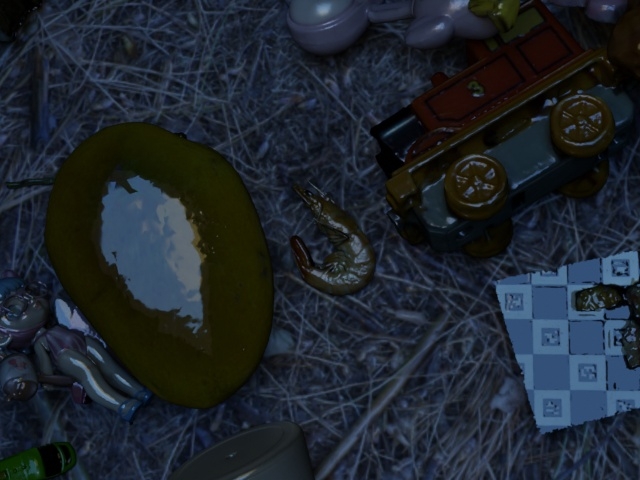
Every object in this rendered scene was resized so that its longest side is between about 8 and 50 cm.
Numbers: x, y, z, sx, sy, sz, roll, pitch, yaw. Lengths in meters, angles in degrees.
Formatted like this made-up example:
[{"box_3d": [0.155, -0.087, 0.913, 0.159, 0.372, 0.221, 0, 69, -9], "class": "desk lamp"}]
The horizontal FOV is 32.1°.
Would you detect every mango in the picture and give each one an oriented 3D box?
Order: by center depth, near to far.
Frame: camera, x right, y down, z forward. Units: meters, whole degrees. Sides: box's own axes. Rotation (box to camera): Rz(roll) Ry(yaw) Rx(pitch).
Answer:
[{"box_3d": [-0.187, 0.027, 1.340, 0.253, 0.182, 0.365, -22, 74, -4], "class": "mango"}]

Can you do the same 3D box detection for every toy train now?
[{"box_3d": [0.228, -0.140, 1.357, 0.369, 0.163, 0.231, -31, 65, -2], "class": "toy train"}, {"box_3d": [-0.408, 0.300, 1.382, 0.209, 0.042, 0.044, -21, 79, 1], "class": "toy train"}]

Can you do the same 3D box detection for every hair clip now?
[{"box_3d": [0.398, -0.321, 1.377, 0.257, 0.075, 0.146, -17, 42, -31], "class": "hair clip"}]

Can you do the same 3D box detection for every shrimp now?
[{"box_3d": [0.001, 0.000, 1.413, 0.095, 0.045, 0.162, -42, 83, 17], "class": "shrimp"}]

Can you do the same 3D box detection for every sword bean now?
[{"box_3d": [-0.375, -0.077, 1.468, 0.083, 0.012, 0.012, -5, 79, 5], "class": "sword bean"}]

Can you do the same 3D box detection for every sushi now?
[{"box_3d": [0.370, 0.108, 1.352, 0.279, 0.043, 0.192, -15, 78, 2], "class": "sushi"}]

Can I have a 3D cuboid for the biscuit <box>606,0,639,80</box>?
[{"box_3d": [0.541, -0.305, 1.285, 0.342, 0.166, 0.395, 27, 80, -31], "class": "biscuit"}]

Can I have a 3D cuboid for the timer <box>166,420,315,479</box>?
[{"box_3d": [-0.052, 0.368, 1.304, 0.175, 0.175, 0.266, -24, 97, 0], "class": "timer"}]

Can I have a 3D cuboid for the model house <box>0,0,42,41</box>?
[{"box_3d": [-0.447, -0.366, 1.496, 0.165, 0.106, 0.152, 41, 70, -24], "class": "model house"}]

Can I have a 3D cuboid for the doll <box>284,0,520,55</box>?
[{"box_3d": [0.095, -0.292, 1.371, 0.365, 0.094, 0.160, 11, 55, 37], "class": "doll"}]

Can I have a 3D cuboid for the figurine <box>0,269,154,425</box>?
[{"box_3d": [-0.332, 0.149, 1.358, 0.260, 0.103, 0.205, 34, 40, 7], "class": "figurine"}]
